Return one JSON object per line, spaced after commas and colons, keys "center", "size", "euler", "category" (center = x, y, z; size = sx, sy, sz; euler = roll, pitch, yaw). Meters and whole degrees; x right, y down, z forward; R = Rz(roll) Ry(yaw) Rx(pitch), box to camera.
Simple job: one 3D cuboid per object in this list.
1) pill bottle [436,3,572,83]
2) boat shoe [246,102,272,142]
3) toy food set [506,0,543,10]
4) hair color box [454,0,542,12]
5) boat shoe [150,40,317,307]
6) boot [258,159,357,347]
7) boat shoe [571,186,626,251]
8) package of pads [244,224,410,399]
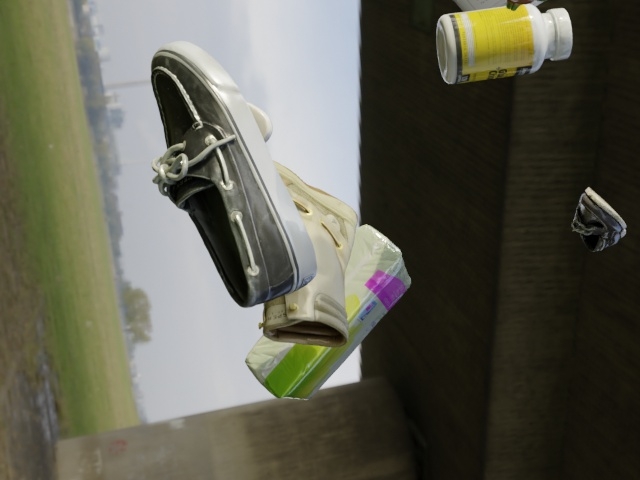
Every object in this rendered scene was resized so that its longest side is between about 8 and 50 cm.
{"center": [0.269, -0.292, 1.271], "size": [0.103, 0.184, 0.103], "euler": [-8, 90, -90], "category": "pill bottle"}
{"center": [-0.130, -0.157, 1.184], "size": [0.184, 0.063, 0.066], "euler": [1, -85, 36], "category": "boat shoe"}
{"center": [0.233, -0.329, 1.059], "size": [0.071, 0.128, 0.218], "euler": [-65, 167, 9], "category": "toy food set"}
{"center": [0.258, -0.532, 1.487], "size": [0.347, 0.173, 0.105], "euler": [38, 35, -35], "category": "hair color box"}
{"center": [-0.121, -0.071, 0.912], "size": [0.113, 0.104, 0.306], "euler": [-34, -99, 55], "category": "boat shoe"}
{"center": [-0.064, 0.015, 1.090], "size": [0.095, 0.261, 0.204], "euler": [-28, -133, 43], "category": "boot"}
{"center": [0.430, -0.024, 1.348], "size": [0.075, 0.065, 0.206], "euler": [53, 11, 25], "category": "boat shoe"}
{"center": [0.020, 0.128, 1.421], "size": [0.101, 0.296, 0.229], "euler": [41, -3, 15], "category": "package of pads"}
